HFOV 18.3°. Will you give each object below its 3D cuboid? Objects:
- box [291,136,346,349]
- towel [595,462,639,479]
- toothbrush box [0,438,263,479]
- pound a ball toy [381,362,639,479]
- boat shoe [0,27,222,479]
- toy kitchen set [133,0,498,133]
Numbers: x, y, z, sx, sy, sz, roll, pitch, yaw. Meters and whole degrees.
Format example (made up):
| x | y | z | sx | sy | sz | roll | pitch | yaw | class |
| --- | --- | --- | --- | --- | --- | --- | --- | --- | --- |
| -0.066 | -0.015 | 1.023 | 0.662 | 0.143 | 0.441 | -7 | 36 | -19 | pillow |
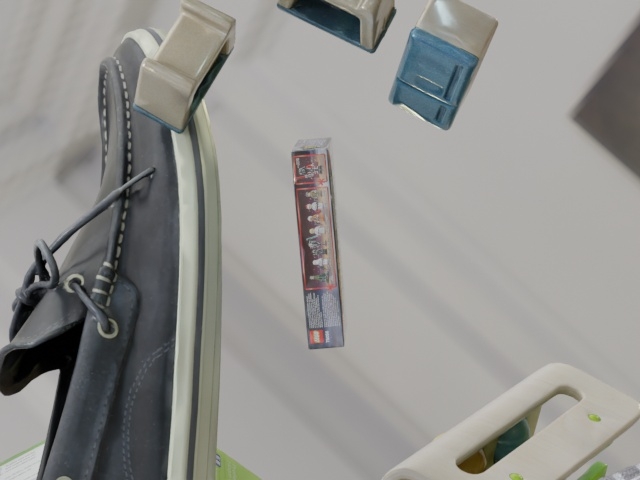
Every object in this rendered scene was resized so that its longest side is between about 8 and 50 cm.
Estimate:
| x | y | z | sx | sy | sz | roll | pitch | yaw | class |
| --- | --- | --- | --- | --- | --- | --- | --- | --- | --- |
| 0.000 | 0.000 | 1.371 | 0.027 | 0.137 | 0.094 | -4 | 8 | 3 | box |
| 0.212 | 0.263 | 1.303 | 0.235 | 0.283 | 0.121 | -21 | -54 | -9 | towel |
| -0.174 | 0.303 | 2.034 | 0.206 | 0.122 | 0.283 | -28 | -48 | 25 | toothbrush box |
| 0.128 | 0.247 | 1.682 | 0.319 | 0.136 | 0.208 | -26 | -45 | -52 | pound a ball toy |
| -0.157 | 0.067 | 1.446 | 0.187 | 0.156 | 0.500 | 116 | 156 | -66 | boat shoe |
| -0.007 | -0.115 | 1.438 | 0.166 | 0.207 | 0.122 | -61 | -5 | -20 | toy kitchen set |
